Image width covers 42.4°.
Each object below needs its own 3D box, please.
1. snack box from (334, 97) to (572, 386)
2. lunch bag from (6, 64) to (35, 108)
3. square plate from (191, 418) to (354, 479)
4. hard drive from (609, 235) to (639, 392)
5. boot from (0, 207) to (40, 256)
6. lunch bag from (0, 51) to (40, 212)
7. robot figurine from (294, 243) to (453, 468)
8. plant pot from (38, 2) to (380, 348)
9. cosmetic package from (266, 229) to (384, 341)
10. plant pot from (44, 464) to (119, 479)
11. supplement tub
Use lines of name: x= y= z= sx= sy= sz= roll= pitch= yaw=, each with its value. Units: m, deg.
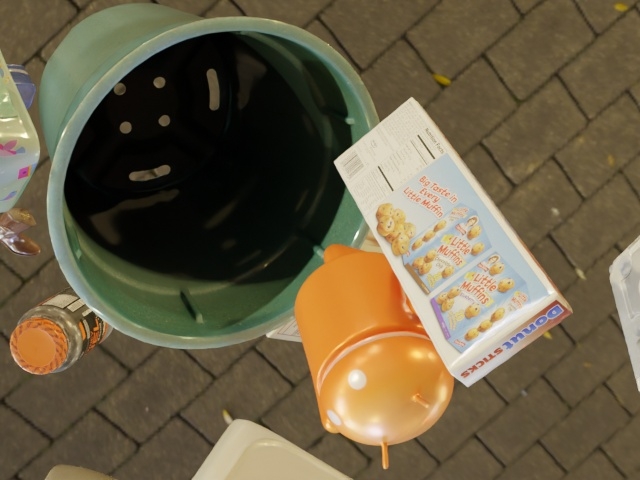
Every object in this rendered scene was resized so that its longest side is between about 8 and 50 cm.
snack box: x=0.063 y=-0.008 z=0.452 sx=0.064 sy=0.178 sz=0.022 roll=-38 pitch=133 yaw=12
lunch bag: x=-0.582 y=-0.283 z=1.514 sx=0.098 sy=0.065 sz=0.067 roll=-7 pitch=142 yaw=-45
square plate: x=-0.012 y=0.370 z=0.967 sx=0.347 sy=0.344 sz=0.049 roll=28 pitch=115 yaw=7
hard drive: x=0.493 y=0.050 z=1.032 sx=0.064 sy=0.236 sz=0.339 roll=5 pitch=147 yaw=-12
boot: x=-0.511 y=-0.016 z=1.425 sx=0.106 sy=0.037 sz=0.114 roll=26 pitch=143 yaw=-35
lunch bag: x=-0.517 y=-0.188 z=1.188 sx=0.108 sy=0.224 sz=0.279 roll=-20 pitch=77 yaw=-42
robot figurine: x=0.049 y=0.097 z=0.777 sx=0.158 sy=0.219 sz=0.128 roll=-25 pitch=133 yaw=6
plant pot: x=-0.157 y=-0.109 z=0.924 sx=0.341 sy=0.334 sz=0.341 roll=-12 pitch=119 yaw=-23
cosmetic package: x=0.052 y=0.066 z=1.207 sx=0.296 sy=0.129 sz=0.153 roll=16 pitch=126 yaw=-43
plant pot: x=-0.370 y=0.535 z=1.415 sx=0.191 sy=0.284 sz=0.284 roll=3 pitch=108 yaw=-1
supplement tub: x=-0.437 y=0.151 z=1.402 sx=0.117 sy=0.190 sz=0.117 roll=2 pitch=103 yaw=9
